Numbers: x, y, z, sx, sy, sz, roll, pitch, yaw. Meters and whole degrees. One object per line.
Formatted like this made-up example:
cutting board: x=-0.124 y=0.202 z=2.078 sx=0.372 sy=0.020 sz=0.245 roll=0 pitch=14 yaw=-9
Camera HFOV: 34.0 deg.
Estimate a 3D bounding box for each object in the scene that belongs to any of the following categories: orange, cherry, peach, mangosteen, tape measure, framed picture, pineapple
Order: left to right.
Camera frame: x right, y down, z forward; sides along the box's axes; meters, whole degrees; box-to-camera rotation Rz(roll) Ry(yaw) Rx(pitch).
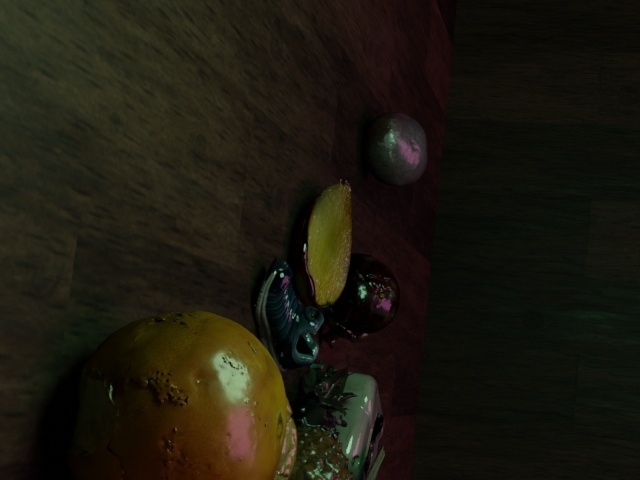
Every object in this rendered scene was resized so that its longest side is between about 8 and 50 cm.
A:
orange: x=-0.146 y=0.189 z=1.087 sx=0.240 sy=0.239 sz=0.240 roll=5 pitch=90 yaw=-76
pineapple: x=-0.008 y=0.334 z=1.855 sx=0.365 sy=0.165 sz=0.166 roll=-80 pitch=168 yaw=-54
peach: x=-0.004 y=0.001 z=1.883 sx=0.189 sy=0.068 sz=0.279 roll=69 pitch=30 yaw=-44
tape measure: x=0.056 y=0.401 z=2.111 sx=0.258 sy=0.130 sz=0.265 roll=81 pitch=20 yaw=-55
framed picture: x=0.057 y=0.531 z=1.918 sx=0.296 sy=0.019 sz=0.232 roll=-41 pitch=151 yaw=-71
mangosteen: x=0.070 y=0.113 z=2.057 sx=0.184 sy=0.172 sz=0.173 roll=123 pitch=-18 yaw=-61
cherry: x=0.163 y=-0.203 z=2.332 sx=0.176 sy=0.140 sz=0.176 roll=16 pitch=70 yaw=-52

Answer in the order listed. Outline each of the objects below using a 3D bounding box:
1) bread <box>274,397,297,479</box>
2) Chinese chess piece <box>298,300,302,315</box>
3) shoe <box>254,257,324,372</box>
bread: x=-0.113 y=0.277 z=1.375 sx=0.244 sy=0.134 sz=0.245 roll=-2 pitch=90 yaw=-72
Chinese chess piece: x=-0.054 y=0.142 z=1.795 sx=0.084 sy=0.034 sz=0.084 roll=5 pitch=90 yaw=-78
shoe: x=-0.046 y=0.123 z=1.680 sx=0.091 sy=0.106 sz=0.207 roll=-65 pitch=150 yaw=-57
